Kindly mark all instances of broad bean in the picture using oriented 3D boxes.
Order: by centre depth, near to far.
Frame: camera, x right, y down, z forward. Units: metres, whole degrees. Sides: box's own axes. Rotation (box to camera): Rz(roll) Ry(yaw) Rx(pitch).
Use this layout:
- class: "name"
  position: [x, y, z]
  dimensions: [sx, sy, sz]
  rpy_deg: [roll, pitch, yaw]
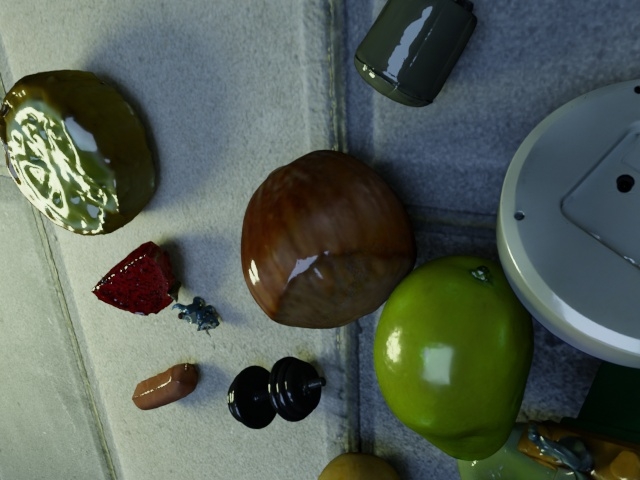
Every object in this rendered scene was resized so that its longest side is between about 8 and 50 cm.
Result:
- class: "broad bean"
  position: [0.277, 0.301, 0.585]
  dimensions: [0.227, 0.100, 0.170]
  rpy_deg: [-26, 92, 36]

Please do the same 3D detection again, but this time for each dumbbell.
- class: "dumbbell"
  position: [-0.074, 0.238, 0.744]
  dimensions: [0.208, 0.099, 0.099]
  rpy_deg: [-24, 99, 34]

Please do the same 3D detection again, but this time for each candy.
- class: "candy"
  position: [-0.378, -0.130, 0.740]
  dimensions: [0.259, 0.118, 0.260]
  rpy_deg: [13, 120, 24]

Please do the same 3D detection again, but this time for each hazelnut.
- class: "hazelnut"
  position: [0.000, 0.000, 0.560]
  dimensions: [0.214, 0.176, 0.215]
  rpy_deg: [-2, 82, 17]

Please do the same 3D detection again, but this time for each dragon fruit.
- class: "dragon fruit"
  position: [-0.292, 0.065, 0.807]
  dimensions: [0.162, 0.083, 0.106]
  rpy_deg: [-32, 116, 24]

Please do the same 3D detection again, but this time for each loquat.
- class: "loquat"
  position: [0.061, 0.398, 0.719]
  dimensions: [0.163, 0.137, 0.163]
  rpy_deg: [3, 98, 21]

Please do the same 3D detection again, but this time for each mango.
- class: "mango"
  position: [0.150, 0.125, 0.517]
  dimensions: [0.148, 0.186, 0.273]
  rpy_deg: [10, 153, 33]

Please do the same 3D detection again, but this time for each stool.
- class: "stool"
  position: [0.093, -0.194, 0.468]
  dimensions: [0.096, 0.096, 0.110]
  rpy_deg: [37, 118, 9]

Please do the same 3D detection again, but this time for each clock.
- class: "clock"
  position: [0.266, -0.016, 0.385]
  dimensions: [0.230, 0.083, 0.231]
  rpy_deg: [-5, 71, 14]

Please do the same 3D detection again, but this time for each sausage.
- class: "sausage"
  position: [-0.287, 0.275, 0.904]
  dimensions: [0.169, 0.065, 0.065]
  rpy_deg: [-29, 96, 34]

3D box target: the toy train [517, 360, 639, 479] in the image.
- class: "toy train"
  position: [0.376, 0.245, 0.429]
  dimensions: [0.429, 0.249, 0.178]
  rpy_deg: [33, 164, -5]

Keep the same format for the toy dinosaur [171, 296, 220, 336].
- class: "toy dinosaur"
  position: [-0.208, 0.126, 0.800]
  dimensions: [0.083, 0.047, 0.031]
  rpy_deg: [33, 125, 11]
